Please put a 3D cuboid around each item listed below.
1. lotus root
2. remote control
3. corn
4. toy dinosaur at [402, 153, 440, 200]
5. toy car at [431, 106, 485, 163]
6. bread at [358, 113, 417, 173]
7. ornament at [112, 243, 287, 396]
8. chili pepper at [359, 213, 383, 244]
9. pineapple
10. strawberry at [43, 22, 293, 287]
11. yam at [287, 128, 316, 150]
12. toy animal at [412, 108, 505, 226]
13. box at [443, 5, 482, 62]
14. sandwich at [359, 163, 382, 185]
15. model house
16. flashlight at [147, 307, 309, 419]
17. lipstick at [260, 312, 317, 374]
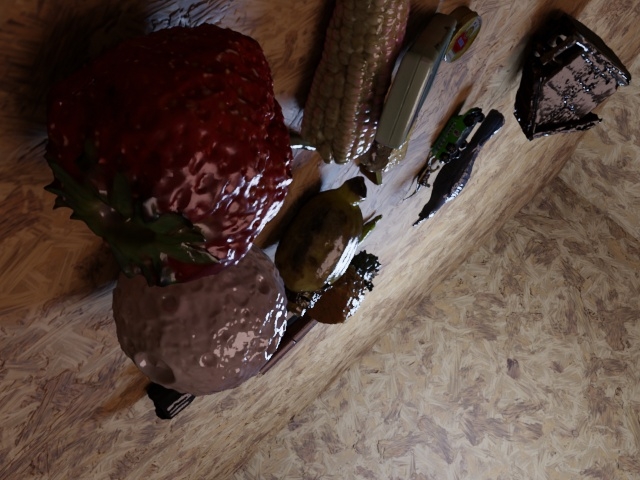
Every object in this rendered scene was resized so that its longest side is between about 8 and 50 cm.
[{"bbox_3d":[0.000,0.000,1.352,0.314,0.141,0.169,-60,162,12],"label":"lotus root"},{"bbox_3d":[0.157,-0.264,1.059,0.344,0.050,0.145,-58,169,-59],"label":"remote control"},{"bbox_3d":[0.057,-0.256,0.960,0.126,0.126,0.335,-32,156,-36],"label":"corn"},{"bbox_3d":[0.282,-0.169,1.786,0.058,0.037,0.180,-8,136,-31],"label":"toy dinosaur"},{"bbox_3d":[0.343,-0.268,1.661,0.071,0.062,0.165,-27,154,-47],"label":"toy car"},{"bbox_3d":[0.130,-0.201,1.311,0.106,0.082,0.125,-42,154,-47],"label":"bread"},{"bbox_3d":[-0.182,0.105,0.980,0.225,0.259,0.259,-59,175,-42],"label":"ornament"},{"bbox_3d":[0.085,-0.001,1.708,0.208,0.043,0.049,-40,137,-33],"label":"chili pepper"},{"bbox_3d":[0.069,0.102,1.749,0.278,0.157,0.158,-41,164,-50],"label":"pineapple"},{"bbox_3d":[-0.142,-0.105,0.697,0.277,0.257,0.257,-54,170,-37],"label":"strawberry"},{"bbox_3d":[-0.054,-0.161,1.073,0.027,0.029,0.234,-24,174,27],"label":"yam"},{"bbox_3d":[0.375,-0.190,1.813,0.367,0.081,0.206,-54,175,13],"label":"toy animal"},{"bbox_3d":[0.258,-0.389,1.254,0.105,0.037,0.105,-41,161,-17],"label":"box"},{"bbox_3d":[0.104,-0.155,1.413,0.044,0.083,0.031,-5,-170,30],"label":"sandwich"},{"bbox_3d":[0.611,-0.429,1.755,0.282,0.297,0.317,-46,-158,31],"label":"model house"},{"bbox_3d":[-0.201,0.243,1.492,0.424,0.103,0.103,-39,161,-21],"label":"flashlight"},{"bbox_3d":[-0.050,0.238,1.881,0.356,0.057,0.057,-44,162,-10],"label":"lipstick"}]
